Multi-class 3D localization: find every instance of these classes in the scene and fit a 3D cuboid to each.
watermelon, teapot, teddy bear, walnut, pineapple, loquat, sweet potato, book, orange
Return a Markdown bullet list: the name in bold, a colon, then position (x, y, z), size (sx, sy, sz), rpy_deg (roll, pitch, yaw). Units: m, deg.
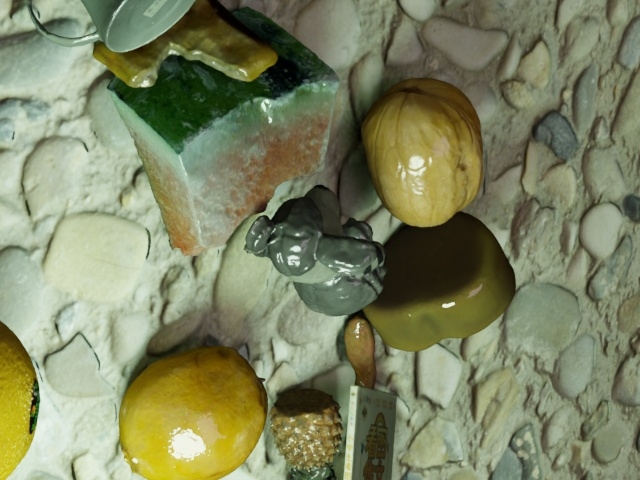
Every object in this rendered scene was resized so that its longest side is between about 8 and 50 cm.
- **watermelon**: position (-0.109, -0.144, 1.761), size (0.264, 0.151, 0.302), rpy_deg (-33, 123, -28)
- **teapot**: position (-0.248, -0.329, 1.596), size (0.239, 0.149, 0.162), rpy_deg (-41, 171, -2)
- **teddy bear**: position (0.016, 0.008, 1.851), size (0.251, 0.171, 0.144), rpy_deg (56, 50, -61)
- **walnut**: position (0.156, -0.131, 1.976), size (0.193, 0.193, 0.225), rpy_deg (-30, 121, -31)
- **pineapple**: position (-0.015, 0.366, 2.039), size (0.119, 0.130, 0.277), rpy_deg (-48, 134, -58)
- **loquat**: position (-0.170, 0.240, 1.826), size (0.234, 0.176, 0.187), rpy_deg (-27, 136, -29)
- **sweet potato**: position (0.065, 0.206, 2.096), size (0.050, 0.050, 0.214), rpy_deg (-26, 126, -32)
- **book**: position (0.073, 0.380, 2.061), size (0.208, 0.020, 0.295), rpy_deg (27, 66, -68)
- **orange**: position (-0.436, 0.187, 1.544), size (0.236, 0.236, 0.236), rpy_deg (-14, 113, -37)

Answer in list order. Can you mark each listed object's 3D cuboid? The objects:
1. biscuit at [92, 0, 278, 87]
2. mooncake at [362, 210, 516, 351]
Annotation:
- **biscuit**: position (-0.175, -0.241, 1.680), size (0.183, 0.174, 0.039), rpy_deg (-37, 162, -22)
- **mooncake**: position (0.182, 0.060, 2.041), size (0.235, 0.235, 0.117), rpy_deg (-48, 126, -19)
